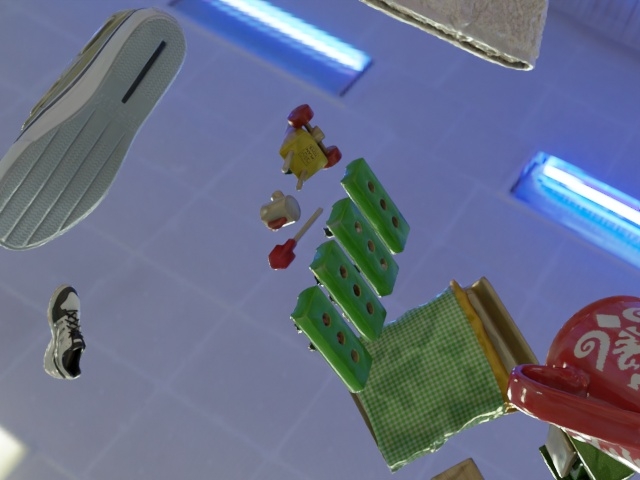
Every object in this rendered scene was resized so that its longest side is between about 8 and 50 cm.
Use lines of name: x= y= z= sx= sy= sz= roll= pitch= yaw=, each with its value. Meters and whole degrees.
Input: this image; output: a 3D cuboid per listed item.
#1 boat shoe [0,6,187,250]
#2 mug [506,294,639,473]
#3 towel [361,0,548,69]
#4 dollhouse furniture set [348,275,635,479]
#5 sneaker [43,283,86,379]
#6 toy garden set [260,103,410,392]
boat shoe: x=-0.256 y=-0.122 z=1.177 sx=0.302 sy=0.109 sz=0.094 roll=-52 pitch=-143 yaw=-9
mug: x=0.218 y=0.118 z=0.722 sx=0.150 sy=0.113 sz=0.169 roll=-25 pitch=-165 yaw=-8
towel: x=0.081 y=-0.255 z=0.805 sx=0.282 sy=0.187 sz=0.049 roll=15 pitch=178 yaw=-35
dollhouse furniture set: x=0.152 y=0.171 z=1.142 sx=0.197 sy=0.151 sz=0.302 roll=-26 pitch=-116 yaw=-6
sneaker: x=-0.217 y=0.081 z=0.957 sx=0.037 sy=0.083 sz=0.032 roll=11 pitch=-170 yaw=41
toy garden set: x=0.000 y=0.000 z=1.117 sx=0.049 sy=0.204 sz=0.244 roll=-18 pitch=-147 yaw=31
